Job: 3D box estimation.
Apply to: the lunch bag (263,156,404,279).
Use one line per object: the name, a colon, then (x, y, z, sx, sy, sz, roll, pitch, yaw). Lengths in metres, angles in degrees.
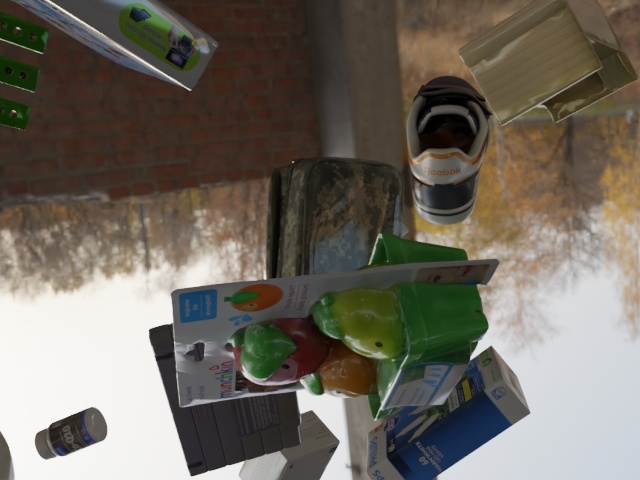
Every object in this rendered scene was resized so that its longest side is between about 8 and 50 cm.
lunch bag: (0.000, 0.000, 1.518, 0.212, 0.305, 0.256, 2, -178, -25)

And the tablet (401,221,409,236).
tablet: (0.144, -0.037, 1.763, 0.054, 0.083, 0.006, -38, 179, -5)

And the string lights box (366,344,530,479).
string lights box: (0.197, 0.291, 1.307, 0.259, 0.077, 0.133, -38, -171, 12)

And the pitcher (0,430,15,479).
pitcher: (-0.324, 0.204, 0.573, 0.177, 0.125, 0.207, 16, 125, -42)

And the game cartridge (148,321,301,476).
game cartridge: (-0.157, 0.264, 1.464, 0.230, 0.355, 0.068, -16, -140, -14)

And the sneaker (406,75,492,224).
sneaker: (0.192, -0.174, 1.212, 0.126, 0.128, 0.321, -1, -137, 8)

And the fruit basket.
fruit basket: (0.007, 0.127, 0.976, 0.352, 0.166, 0.327, -10, 150, -15)

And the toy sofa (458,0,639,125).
toy sofa: (0.326, -0.276, 1.183, 0.150, 0.177, 0.362, -30, 174, 29)

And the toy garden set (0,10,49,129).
toy garden set: (-0.559, -0.326, 1.349, 0.049, 0.244, 0.203, 16, -177, 44)

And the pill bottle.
pill bottle: (-0.529, 0.411, 1.747, 0.137, 0.078, 0.078, -24, -178, 10)

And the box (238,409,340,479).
box: (-0.078, 0.537, 2.031, 0.181, 0.182, 0.119, -7, -139, -45)

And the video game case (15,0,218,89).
video game case: (-0.265, -0.258, 0.863, 0.244, 0.061, 0.269, 31, 179, -34)
